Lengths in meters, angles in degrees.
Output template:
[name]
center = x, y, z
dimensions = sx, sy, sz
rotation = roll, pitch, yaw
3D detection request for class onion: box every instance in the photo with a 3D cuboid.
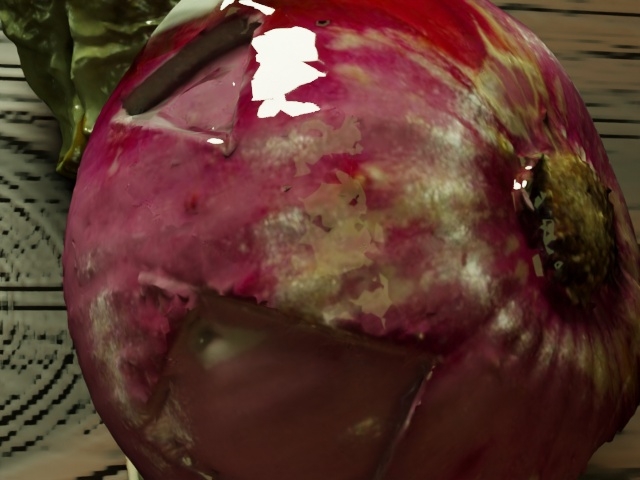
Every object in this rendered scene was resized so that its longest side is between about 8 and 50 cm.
[onion]
center = 0.010, -0.002, 0.506
dimensions = 0.207, 0.200, 0.201
rotation = -30, 75, -26

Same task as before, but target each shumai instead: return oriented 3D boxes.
[shumai]
center = -0.061, -0.061, 0.589
dimensions = 0.123, 0.099, 0.087
rotation = 1, 81, -12
